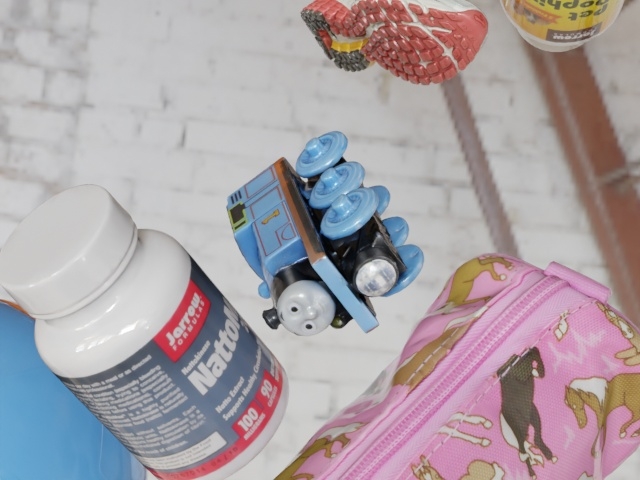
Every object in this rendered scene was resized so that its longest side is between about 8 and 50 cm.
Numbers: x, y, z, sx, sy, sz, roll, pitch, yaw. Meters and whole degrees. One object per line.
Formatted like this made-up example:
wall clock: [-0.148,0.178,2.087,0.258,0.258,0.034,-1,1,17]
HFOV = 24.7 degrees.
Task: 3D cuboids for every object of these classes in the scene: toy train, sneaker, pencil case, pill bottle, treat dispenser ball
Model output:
toy train: [0.000,0.000,0.961,0.080,0.105,0.184,50,-172,-27]
sneaker: [0.068,-0.193,1.208,0.088,0.092,0.225,55,165,-28]
pencil case: [0.029,0.162,0.783,0.386,0.160,0.167,-40,-171,-36]
pill bottle: [0.218,-0.248,1.285,0.117,0.117,0.215,5,163,5]
treat dispenser ball: [-0.280,0.186,1.148,0.288,0.288,0.288,6,173,1]
pill bottle: [-0.107,0.057,0.876,0.108,0.108,0.180,0,139,42]
